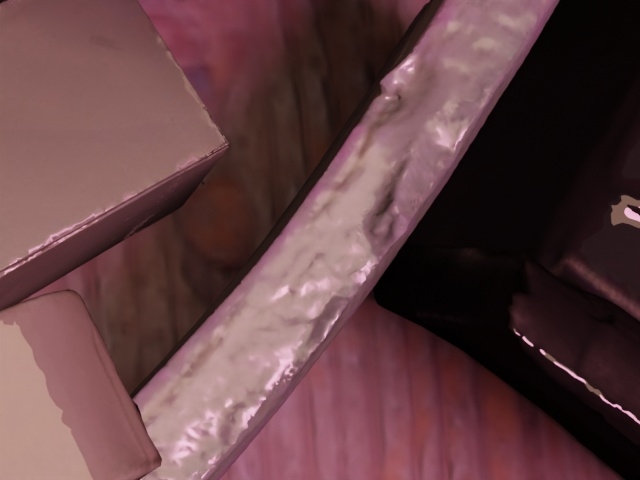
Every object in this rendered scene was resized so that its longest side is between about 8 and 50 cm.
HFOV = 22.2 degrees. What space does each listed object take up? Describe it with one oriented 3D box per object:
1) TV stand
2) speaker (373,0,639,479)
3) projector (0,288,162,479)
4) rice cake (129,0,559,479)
[{"bbox_3d":[-0.168,0.012,0.525,0.269,0.088,0.082,-33,88,-22],"label":"TV stand"},{"bbox_3d":[0.179,-0.062,0.597,0.180,0.184,0.388,35,69,-6],"label":"speaker"},{"bbox_3d":[-0.179,0.112,0.407,0.259,0.257,0.079,-25,85,-21],"label":"projector"},{"bbox_3d":[0.000,0.000,0.549,0.043,0.127,0.237,36,77,-1],"label":"rice cake"}]
